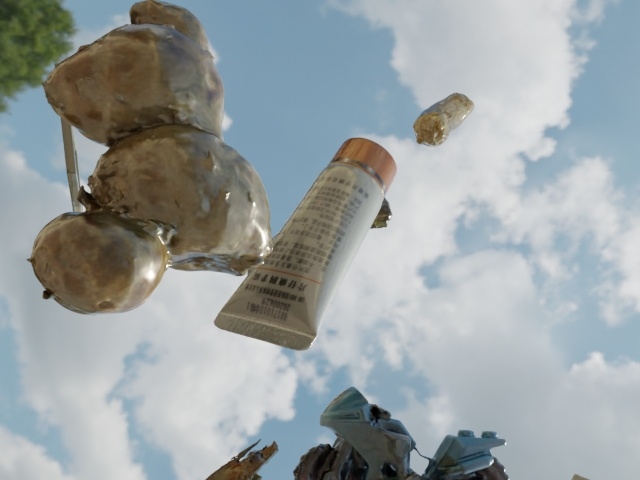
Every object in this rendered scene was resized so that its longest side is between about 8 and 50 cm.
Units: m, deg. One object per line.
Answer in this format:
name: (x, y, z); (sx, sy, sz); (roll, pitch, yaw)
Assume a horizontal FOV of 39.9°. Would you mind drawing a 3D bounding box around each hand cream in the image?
hand cream: (0.000, 0.003, 1.102); (0.140, 0.314, 0.089); (14, -38, 32)

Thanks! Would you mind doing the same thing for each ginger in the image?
ginger: (-0.178, -0.098, 0.940); (0.176, 0.256, 0.375); (-36, -125, 54)
ginger: (0.237, -0.235, 1.714); (0.095, 0.190, 0.068); (-7, -67, 35)

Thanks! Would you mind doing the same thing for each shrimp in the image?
shrimp: (-0.156, 0.451, 1.423); (0.152, 0.287, 0.063); (50, -14, -6)

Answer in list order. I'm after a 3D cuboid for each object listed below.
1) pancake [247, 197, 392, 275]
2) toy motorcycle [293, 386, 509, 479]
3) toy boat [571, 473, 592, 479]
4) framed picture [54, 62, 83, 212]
pancake: (0.000, 0.000, 1.612); (0.286, 0.288, 0.033); (-17, -64, 19)
toy motorcycle: (0.158, 0.398, 1.647); (0.172, 0.417, 0.232); (142, -47, -78)
toy boat: (0.430, 0.405, 1.101); (0.295, 0.088, 0.129); (19, -104, 35)
framed picture: (-0.441, -0.144, 1.560); (0.289, 0.020, 0.211); (115, -34, -64)
